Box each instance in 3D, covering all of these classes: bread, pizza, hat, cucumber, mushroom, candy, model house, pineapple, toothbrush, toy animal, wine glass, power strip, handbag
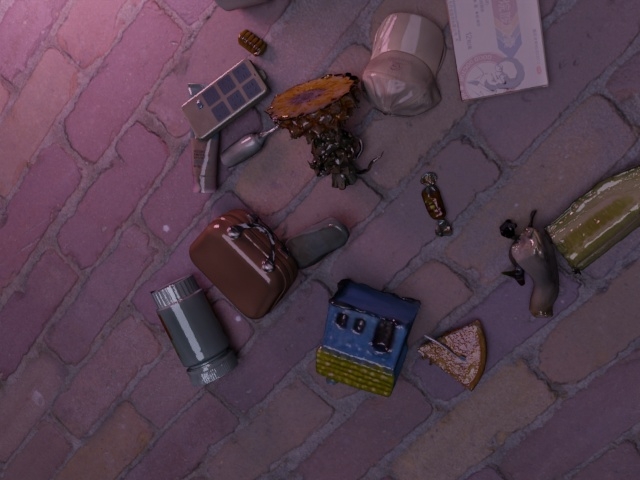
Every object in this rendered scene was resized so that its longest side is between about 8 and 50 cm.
[{"bbox_3d":[-0.190,-0.544,1.901,0.088,0.034,0.049,40,106,5],"label":"bread"},{"bbox_3d":[0.370,0.303,1.933,0.193,0.053,0.200,14,103,14],"label":"pizza"},{"bbox_3d":[0.210,-0.445,1.745,0.220,0.164,0.225,17,130,12],"label":"hat"},{"bbox_3d":[0.718,-0.069,1.701,0.325,0.105,0.145,-44,62,23],"label":"cucumber"},{"bbox_3d":[0.559,0.085,1.768,0.096,0.099,0.278,-30,122,-9],"label":"mushroom"},{"bbox_3d":[0.307,-0.092,1.853,0.053,0.046,0.182,-18,96,19],"label":"candy"},{"bbox_3d":[0.121,0.285,1.932,0.237,0.215,0.303,17,114,13],"label":"model house"},{"bbox_3d":[0.023,-0.269,1.829,0.263,0.262,0.271,-10,123,20],"label":"pineapple"},{"bbox_3d":[0.341,0.294,1.905,0.131,0.011,0.013,31,119,10],"label":"toothbrush"},{"bbox_3d":[0.519,0.023,1.806,0.105,0.070,0.202,-4,101,5],"label":"toy animal"},{"bbox_3d":[-0.178,-0.284,1.949,0.262,0.074,0.074,-29,94,23],"label":"wine glass"},{"bbox_3d":[-0.267,-0.391,1.932,0.271,0.046,0.118,-34,86,13],"label":"power strip"},{"bbox_3d":[-0.202,0.047,1.966,0.302,0.149,0.283,45,134,6],"label":"handbag"}]

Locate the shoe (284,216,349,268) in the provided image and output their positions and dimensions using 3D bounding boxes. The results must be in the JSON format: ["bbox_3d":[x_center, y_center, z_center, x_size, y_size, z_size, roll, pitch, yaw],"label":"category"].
[{"bbox_3d":[0.000,0.000,1.951,0.251,0.100,0.103,-28,97,46],"label":"shoe"}]

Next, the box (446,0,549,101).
[{"bbox_3d":[0.427,-0.533,1.691,0.214,0.069,0.353,-7,104,19],"label":"box"}]

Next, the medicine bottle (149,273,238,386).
[{"bbox_3d":[-0.386,0.269,2.111,0.158,0.158,0.318,-22,97,22],"label":"medicine bottle"}]

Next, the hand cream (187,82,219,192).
[{"bbox_3d":[-0.331,-0.294,1.996,0.111,0.070,0.312,3,101,15],"label":"hand cream"}]

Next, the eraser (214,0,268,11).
[{"bbox_3d":[-0.245,-0.793,1.760,0.150,0.331,0.331,-4,103,21],"label":"eraser"}]
